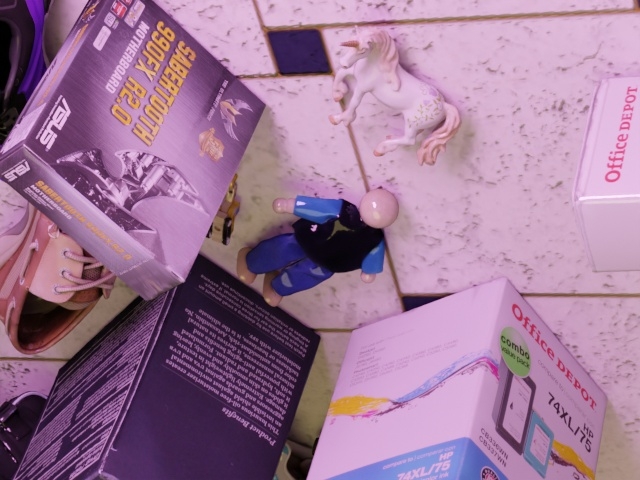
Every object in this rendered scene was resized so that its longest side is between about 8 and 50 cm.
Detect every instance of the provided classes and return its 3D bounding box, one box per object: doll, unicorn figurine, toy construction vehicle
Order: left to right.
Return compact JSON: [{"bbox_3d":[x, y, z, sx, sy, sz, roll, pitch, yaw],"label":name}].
[{"bbox_3d":[-0.120,-0.038,1.713,0.086,0.035,0.098,21,135,15],"label":"toy construction vehicle"},{"bbox_3d":[0.000,0.000,1.693,0.189,0.046,0.129,-28,120,38],"label":"doll"},{"bbox_3d":[0.055,-0.131,1.542,0.162,0.060,0.111,21,139,-25],"label":"unicorn figurine"}]

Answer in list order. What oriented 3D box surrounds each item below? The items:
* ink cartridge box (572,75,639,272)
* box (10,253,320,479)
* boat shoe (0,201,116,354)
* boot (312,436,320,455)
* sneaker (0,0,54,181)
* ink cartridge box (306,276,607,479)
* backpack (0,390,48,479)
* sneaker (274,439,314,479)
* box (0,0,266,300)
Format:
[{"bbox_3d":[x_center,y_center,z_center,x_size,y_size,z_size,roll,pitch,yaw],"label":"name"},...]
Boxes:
[{"bbox_3d":[0.326,-0.059,1.435,0.218,0.158,0.092,-1,134,21],"label":"ink cartridge box"},{"bbox_3d":[-0.178,0.223,1.800,0.182,0.294,0.296,35,135,-15],"label":"box"},{"bbox_3d":[-0.231,0.008,1.708,0.123,0.116,0.324,-1,152,-29],"label":"boat shoe"},{"bbox_3d":[0.095,0.254,1.910,0.219,0.082,0.106,32,157,-17],"label":"boot"},{"bbox_3d":[-0.299,-0.138,1.590,0.102,0.146,0.293,13,136,7],"label":"sneaker"},{"bbox_3d":[0.130,0.215,1.698,0.197,0.270,0.198,-23,122,34],"label":"ink cartridge box"},{"bbox_3d":[-0.312,0.327,1.974,0.253,0.225,0.191,42,149,-1],"label":"backpack"},{"bbox_3d":[-0.016,0.293,1.962,0.092,0.087,0.229,-29,128,19],"label":"sneaker"},{"bbox_3d":[-0.160,-0.091,1.525,0.183,0.231,0.056,42,136,-21],"label":"box"}]
